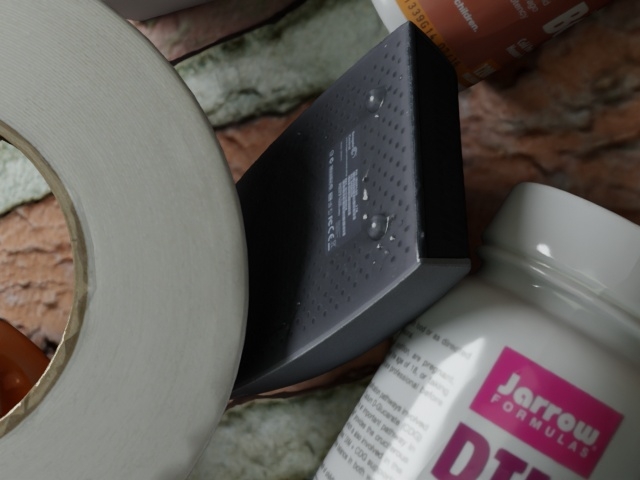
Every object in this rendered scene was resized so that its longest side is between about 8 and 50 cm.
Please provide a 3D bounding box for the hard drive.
[{"bbox_3d":[0.000,0.000,0.576,0.255,0.054,0.172,-38,43,49],"label":"hard drive"}]

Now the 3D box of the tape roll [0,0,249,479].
[{"bbox_3d":[-0.234,0.024,0.524,0.392,0.072,0.392,1,85,-7],"label":"tape roll"}]

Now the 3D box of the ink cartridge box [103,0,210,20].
[{"bbox_3d":[-0.123,-0.315,0.615,0.197,0.198,0.270,-8,90,26],"label":"ink cartridge box"}]

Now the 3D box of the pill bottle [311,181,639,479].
[{"bbox_3d":[0.099,0.120,0.528,0.160,0.160,0.283,30,88,21],"label":"pill bottle"}]

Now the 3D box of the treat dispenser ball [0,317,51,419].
[{"bbox_3d":[-0.321,0.181,0.685,0.288,0.288,0.288,1,93,25],"label":"treat dispenser ball"}]

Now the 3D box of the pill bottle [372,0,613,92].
[{"bbox_3d":[0.138,-0.189,0.540,0.216,0.121,0.121,-29,80,24],"label":"pill bottle"}]
